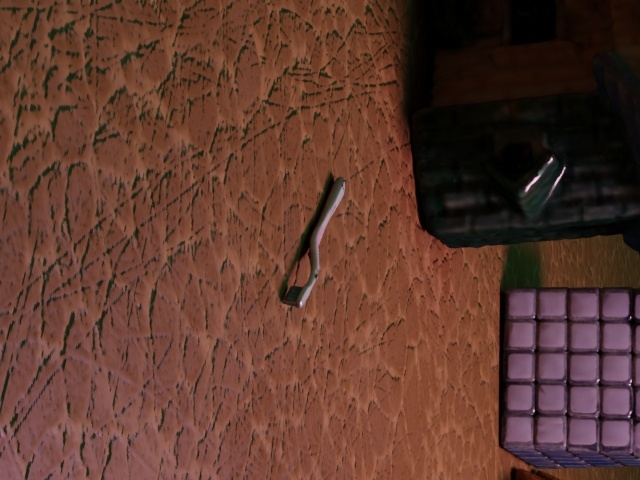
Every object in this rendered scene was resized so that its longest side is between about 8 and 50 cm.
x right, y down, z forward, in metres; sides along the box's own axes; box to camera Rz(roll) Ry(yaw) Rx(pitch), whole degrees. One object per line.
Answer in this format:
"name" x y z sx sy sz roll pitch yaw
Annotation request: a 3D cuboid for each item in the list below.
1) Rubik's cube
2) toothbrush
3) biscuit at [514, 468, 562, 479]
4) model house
"Rubik's cube" 0.390 0.197 2.338 0.237 0.237 0.238 33 57 -66
"toothbrush" 0.000 0.000 1.504 0.204 0.022 0.017 -68 166 -53
"biscuit" 0.365 0.384 2.322 0.049 0.205 0.324 -63 169 -1
"model house" 0.339 -0.141 1.883 0.395 0.445 0.400 66 28 -51
